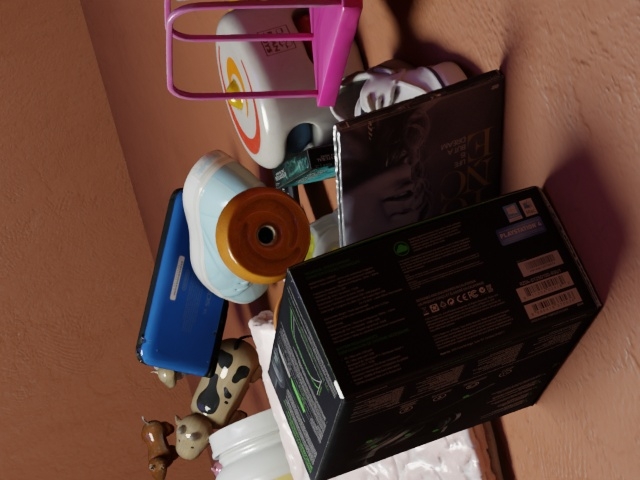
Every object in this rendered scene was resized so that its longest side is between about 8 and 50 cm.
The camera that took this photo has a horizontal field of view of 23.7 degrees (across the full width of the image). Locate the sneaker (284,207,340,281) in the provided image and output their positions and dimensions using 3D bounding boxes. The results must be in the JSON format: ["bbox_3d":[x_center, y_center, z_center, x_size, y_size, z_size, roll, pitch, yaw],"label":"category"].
[{"bbox_3d":[0.019,0.120,1.924,0.145,0.147,0.384,-127,23,-50],"label":"sneaker"}]

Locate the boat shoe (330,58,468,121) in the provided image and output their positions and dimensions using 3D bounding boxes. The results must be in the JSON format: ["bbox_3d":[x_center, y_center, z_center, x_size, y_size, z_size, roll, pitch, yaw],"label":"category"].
[{"bbox_3d":[0.077,-0.131,1.512,0.267,0.088,0.096,-140,35,-66],"label":"boat shoe"}]

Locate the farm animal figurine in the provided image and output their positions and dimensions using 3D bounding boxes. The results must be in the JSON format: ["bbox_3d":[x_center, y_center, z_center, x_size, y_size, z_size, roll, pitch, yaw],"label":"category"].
[{"bbox_3d":[-0.171,0.318,2.695,0.172,0.330,0.327,29,-110,-76],"label":"farm animal figurine"}]

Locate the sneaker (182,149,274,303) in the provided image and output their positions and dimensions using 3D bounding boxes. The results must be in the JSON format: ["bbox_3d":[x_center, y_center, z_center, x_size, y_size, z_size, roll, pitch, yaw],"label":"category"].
[{"bbox_3d":[-0.114,0.017,2.364,0.150,0.135,0.366,38,163,26],"label":"sneaker"}]

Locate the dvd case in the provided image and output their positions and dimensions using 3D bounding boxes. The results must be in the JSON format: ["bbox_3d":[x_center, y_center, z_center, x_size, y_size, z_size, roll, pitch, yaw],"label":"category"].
[{"bbox_3d":[0.092,-0.043,1.404,0.221,0.164,0.018,87,157,-44],"label":"dvd case"}]

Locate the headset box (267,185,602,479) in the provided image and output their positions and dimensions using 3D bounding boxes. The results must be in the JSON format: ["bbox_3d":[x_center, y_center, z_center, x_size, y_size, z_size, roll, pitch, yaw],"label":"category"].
[{"bbox_3d":[0.092,0.098,1.411,0.283,0.246,0.131,101,148,-65],"label":"headset box"}]

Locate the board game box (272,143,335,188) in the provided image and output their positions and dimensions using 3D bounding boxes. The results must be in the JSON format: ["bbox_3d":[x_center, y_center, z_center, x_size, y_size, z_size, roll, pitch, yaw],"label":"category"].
[{"bbox_3d":[0.026,-0.089,1.683,0.186,0.126,0.026,163,96,-77],"label":"board game box"}]

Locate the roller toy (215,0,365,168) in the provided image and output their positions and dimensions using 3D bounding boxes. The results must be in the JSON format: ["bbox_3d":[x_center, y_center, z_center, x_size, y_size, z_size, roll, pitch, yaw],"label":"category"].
[{"bbox_3d":[-0.041,-0.189,1.780,0.191,0.146,0.209,-139,35,-64],"label":"roller toy"}]

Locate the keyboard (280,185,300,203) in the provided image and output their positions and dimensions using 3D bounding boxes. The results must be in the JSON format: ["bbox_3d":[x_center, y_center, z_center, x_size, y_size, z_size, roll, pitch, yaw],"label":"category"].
[{"bbox_3d":[-0.031,0.036,2.110,0.201,0.033,0.317,85,179,-78],"label":"keyboard"}]

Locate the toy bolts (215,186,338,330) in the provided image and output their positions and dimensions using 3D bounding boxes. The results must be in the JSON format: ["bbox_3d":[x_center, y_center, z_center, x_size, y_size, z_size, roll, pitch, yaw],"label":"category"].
[{"bbox_3d":[0.000,0.000,1.645,0.218,0.228,0.158,43,169,-10],"label":"toy bolts"}]

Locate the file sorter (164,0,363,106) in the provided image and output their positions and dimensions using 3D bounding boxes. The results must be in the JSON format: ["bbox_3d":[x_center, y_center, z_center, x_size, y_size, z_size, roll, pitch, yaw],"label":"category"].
[{"bbox_3d":[-0.071,-0.307,1.529,0.202,0.182,0.290,107,160,-67],"label":"file sorter"}]

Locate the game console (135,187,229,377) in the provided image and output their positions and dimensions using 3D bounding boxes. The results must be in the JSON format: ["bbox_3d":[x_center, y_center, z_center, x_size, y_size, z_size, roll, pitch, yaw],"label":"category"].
[{"bbox_3d":[-0.235,0.071,2.552,0.173,0.250,0.293,7,82,41],"label":"game console"}]

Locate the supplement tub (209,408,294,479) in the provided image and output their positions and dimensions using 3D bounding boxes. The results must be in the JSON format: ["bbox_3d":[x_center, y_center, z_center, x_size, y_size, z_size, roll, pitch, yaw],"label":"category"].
[{"bbox_3d":[-0.013,0.408,2.201,0.241,0.241,0.331,122,129,-72],"label":"supplement tub"}]

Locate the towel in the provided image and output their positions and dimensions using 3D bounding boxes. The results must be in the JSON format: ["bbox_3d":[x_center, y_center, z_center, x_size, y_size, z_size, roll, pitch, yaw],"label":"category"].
[{"bbox_3d":[0.075,0.239,1.758,0.317,0.053,0.332,-2,108,43],"label":"towel"}]
